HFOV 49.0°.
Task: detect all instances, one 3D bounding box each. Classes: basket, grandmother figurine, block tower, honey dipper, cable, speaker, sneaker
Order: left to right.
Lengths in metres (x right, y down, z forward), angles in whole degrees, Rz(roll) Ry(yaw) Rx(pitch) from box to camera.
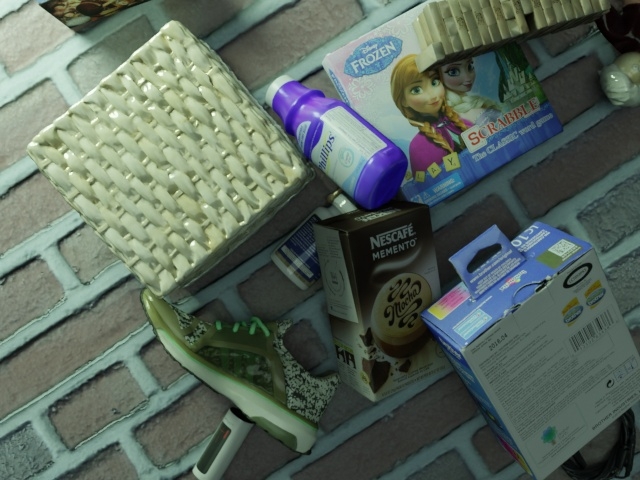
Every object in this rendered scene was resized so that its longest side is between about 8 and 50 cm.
[{"bbox_3d":[-0.227,-0.130,1.148,0.328,0.266,0.331,-40,92,1],"label":"basket"},{"bbox_3d":[-0.176,0.374,1.281,0.055,0.055,0.136,31,92,-4],"label":"speaker"},{"bbox_3d":[-0.133,0.191,1.245,0.410,0.158,0.182,40,78,-9],"label":"sneaker"},{"bbox_3d":[0.071,-0.125,1.275,0.030,0.030,0.161,43,91,-4],"label":"honey dipper"},{"bbox_3d":[0.318,-0.378,1.176,0.335,0.091,0.097,-20,91,-9],"label":"block tower"},{"bbox_3d":[0.515,0.361,1.318,0.150,0.047,0.184,4,96,2],"label":"cable"},{"bbox_3d":[0.577,-0.404,1.247,0.207,0.104,0.342,16,90,6],"label":"grandmother figurine"}]

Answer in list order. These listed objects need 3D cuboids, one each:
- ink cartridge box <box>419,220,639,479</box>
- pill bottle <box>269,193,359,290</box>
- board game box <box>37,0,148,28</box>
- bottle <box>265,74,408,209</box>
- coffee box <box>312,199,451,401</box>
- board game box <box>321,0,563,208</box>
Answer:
[{"bbox_3d":[0.352,0.162,1.166,0.270,0.151,0.395,-36,118,-7],"label":"ink cartridge box"},{"bbox_3d":[0.000,0.000,1.247,0.169,0.094,0.094,-45,94,1],"label":"pill bottle"},{"bbox_3d":[-0.337,-0.431,1.174,0.243,0.165,0.042,-20,94,-1],"label":"board game box"},{"bbox_3d":[0.020,-0.177,1.191,0.092,0.118,0.283,-29,62,-34],"label":"bottle"},{"bbox_3d":[0.106,0.095,1.191,0.168,0.119,0.297,-19,107,-26],"label":"coffee box"},{"bbox_3d":[0.217,-0.253,1.238,0.318,0.066,0.318,-31,94,-8],"label":"board game box"}]
